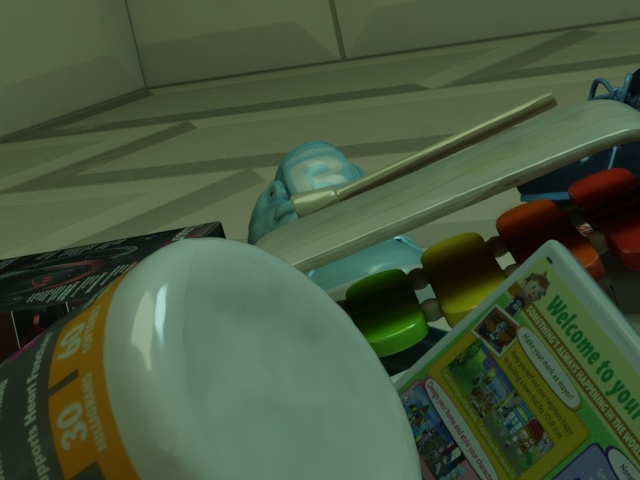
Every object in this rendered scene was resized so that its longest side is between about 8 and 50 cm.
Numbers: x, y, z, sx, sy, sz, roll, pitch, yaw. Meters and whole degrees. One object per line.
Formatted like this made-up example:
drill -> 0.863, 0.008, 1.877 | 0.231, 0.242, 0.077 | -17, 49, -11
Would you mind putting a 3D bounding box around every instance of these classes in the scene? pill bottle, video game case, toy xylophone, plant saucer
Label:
pill bottle -> -0.105, 0.130, 0.778 | 0.278, 0.162, 0.162 | -35, -1, 29
video game case -> 0.071, 0.120, 0.751 | 0.193, 0.023, 0.212 | -43, 35, 8
toy xylophone -> 0.084, -0.005, 1.115 | 0.322, 0.081, 0.236 | -20, 13, 10
plant saucer -> 0.073, 0.085, 1.382 | 0.067, 0.018, 0.192 | -16, 12, -22

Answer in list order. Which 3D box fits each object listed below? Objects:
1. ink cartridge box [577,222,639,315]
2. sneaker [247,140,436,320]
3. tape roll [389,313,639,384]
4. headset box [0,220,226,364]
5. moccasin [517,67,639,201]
ink cartridge box -> 0.289, 0.026, 1.183 | 0.273, 0.115, 0.198 | -14, 11, -6
sneaker -> 0.000, 0.000, 1.453 | 0.135, 0.150, 0.366 | -17, 5, -12
tape roll -> 0.136, 0.121, 0.919 | 0.286, 0.100, 0.286 | -11, 11, 2
headset box -> -0.199, 0.076, 1.478 | 0.293, 0.110, 0.218 | -10, 12, 12
moccasin -> 0.333, -0.123, 1.878 | 0.342, 0.117, 0.137 | -18, 12, -28
